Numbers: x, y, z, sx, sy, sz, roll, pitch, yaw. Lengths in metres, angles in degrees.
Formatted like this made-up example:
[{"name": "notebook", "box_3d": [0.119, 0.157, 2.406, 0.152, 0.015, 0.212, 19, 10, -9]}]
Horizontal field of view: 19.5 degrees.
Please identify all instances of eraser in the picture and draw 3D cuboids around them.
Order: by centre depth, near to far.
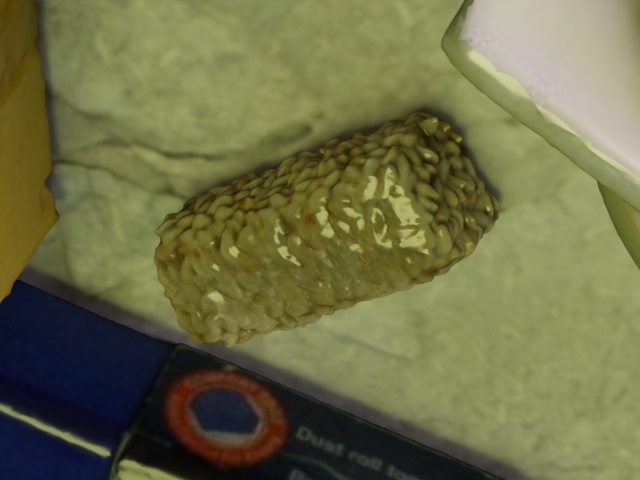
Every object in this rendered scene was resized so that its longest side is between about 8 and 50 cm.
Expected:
[{"name": "eraser", "box_3d": [-0.049, 0.151, 0.995, 0.332, 0.101, 0.155, 23, 131, 3]}]

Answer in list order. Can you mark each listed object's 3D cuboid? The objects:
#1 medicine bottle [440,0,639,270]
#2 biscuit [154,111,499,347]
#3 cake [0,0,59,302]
[{"name": "medicine bottle", "box_3d": [0.247, -0.027, 0.668, 0.406, 0.235, 0.236, 36, 129, -10]}, {"name": "biscuit", "box_3d": [0.000, 0.000, 0.886, 0.168, 0.070, 0.082, -19, 108, 32]}, {"name": "cake", "box_3d": [-0.261, -0.020, 0.860, 0.222, 0.227, 0.286, 10, 128, 12]}]
